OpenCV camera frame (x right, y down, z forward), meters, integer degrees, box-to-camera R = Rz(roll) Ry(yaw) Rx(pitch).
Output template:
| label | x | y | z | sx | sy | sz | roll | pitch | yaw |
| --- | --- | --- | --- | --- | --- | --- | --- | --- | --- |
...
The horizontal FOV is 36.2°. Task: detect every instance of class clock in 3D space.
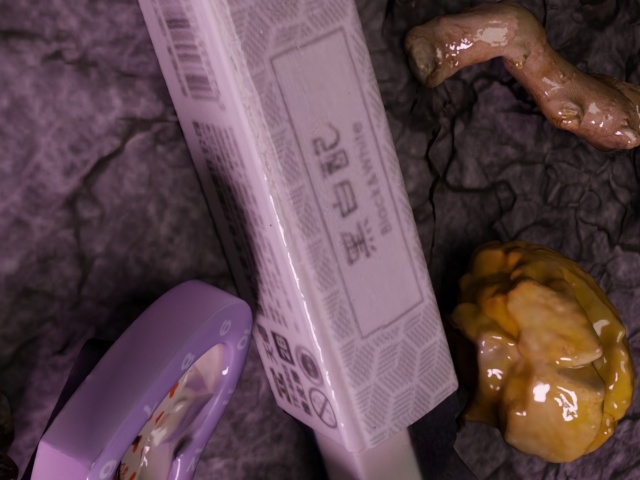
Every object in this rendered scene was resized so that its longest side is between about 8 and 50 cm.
| label | x | y | z | sx | sy | sz | roll | pitch | yaw |
| --- | --- | --- | --- | --- | --- | --- | --- | --- | --- |
| clock | -0.114 | 0.110 | 0.545 | 0.198 | 0.064 | 0.172 | -67 | 164 | -4 |

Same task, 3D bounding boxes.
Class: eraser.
| label | x | y | z | sx | sy | sz | roll | pitch | yaw |
| --- | --- | --- | --- | --- | --- | --- | --- | --- | --- |
| eraser | 0.000 | 0.000 | 0.606 | 0.096 | 0.098 | 0.404 | -29 | 116 | -26 |

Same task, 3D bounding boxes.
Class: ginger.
| label | x | y | z | sx | sy | sz | roll | pitch | yaw |
| --- | --- | --- | --- | --- | --- | --- | --- | --- | --- |
| ginger | 0.187 | -0.110 | 0.727 | 0.288 | 0.089 | 0.075 | 14 | 137 | -34 |

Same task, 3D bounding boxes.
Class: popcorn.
| label | x | y | z | sx | sy | sz | roll | pitch | yaw |
| --- | --- | --- | --- | --- | --- | --- | --- | --- | --- |
| popcorn | 0.157 | 0.080 | 0.707 | 0.152 | 0.167 | 0.148 | -17 | 142 | -8 |

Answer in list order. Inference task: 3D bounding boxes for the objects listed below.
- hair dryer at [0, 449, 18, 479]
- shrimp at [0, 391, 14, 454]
| label | x | y | z | sx | sy | sz | roll | pitch | yaw |
| --- | --- | --- | --- | --- | --- | --- | --- | --- | --- |
| hair dryer | -0.281 | 0.180 | 0.462 | 0.220 | 0.054 | 0.195 | 18 | 98 | -39 |
| shrimp | -0.237 | 0.096 | 0.506 | 0.161 | 0.034 | 0.091 | 34 | 82 | -36 |
